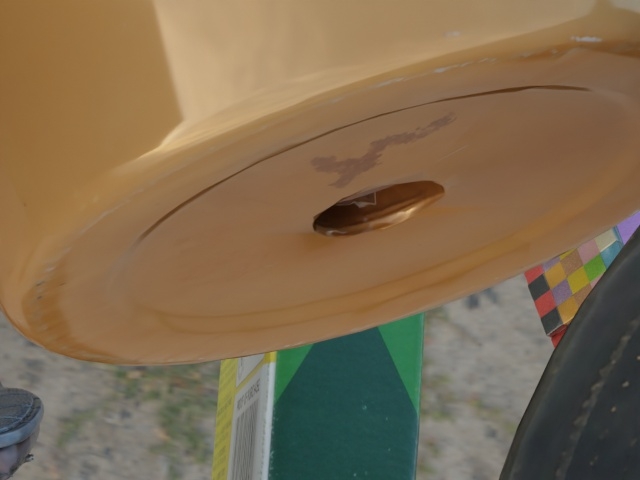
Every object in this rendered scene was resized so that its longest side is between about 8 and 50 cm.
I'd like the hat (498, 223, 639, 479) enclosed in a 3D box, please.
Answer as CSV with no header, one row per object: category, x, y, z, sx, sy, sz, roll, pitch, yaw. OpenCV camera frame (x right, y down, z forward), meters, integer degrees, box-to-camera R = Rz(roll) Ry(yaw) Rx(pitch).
hat,0.164,0.064,0.489,0.331,0.134,0.331,-5,106,-16

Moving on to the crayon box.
crayon box,0.000,0.000,1.022,0.081,0.202,0.318,6,77,-9

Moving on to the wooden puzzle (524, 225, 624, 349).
wooden puzzle,0.115,0.019,0.843,0.006,0.049,0.083,25,36,-40

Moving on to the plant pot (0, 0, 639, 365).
plant pot,-0.014,-0.094,0.525,0.291,0.291,0.203,-8,70,-26

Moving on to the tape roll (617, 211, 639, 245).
tape roll,0.134,-0.126,0.946,0.090,0.275,0.274,-10,94,-14

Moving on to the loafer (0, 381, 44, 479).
loafer,-0.289,0.168,1.577,0.109,0.302,0.095,-6,99,-19
